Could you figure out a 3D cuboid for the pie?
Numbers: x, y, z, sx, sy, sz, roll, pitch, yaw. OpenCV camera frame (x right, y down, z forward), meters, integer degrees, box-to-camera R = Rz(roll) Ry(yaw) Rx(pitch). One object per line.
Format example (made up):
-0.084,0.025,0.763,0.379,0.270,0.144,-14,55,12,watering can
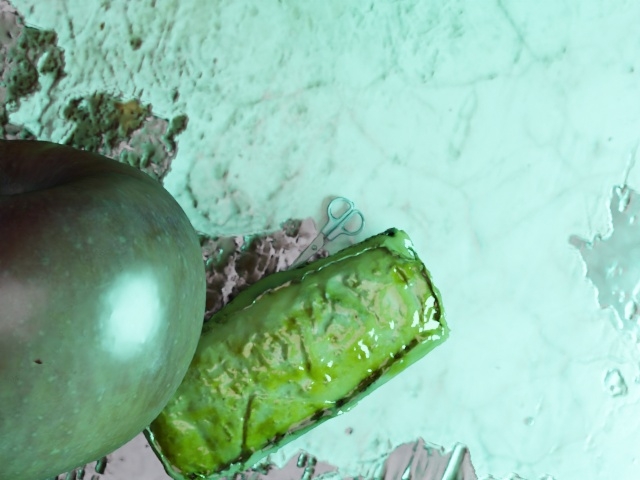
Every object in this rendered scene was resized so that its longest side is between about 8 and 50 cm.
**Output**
-0.031,0.097,1.343,0.282,0.068,0.128,-29,94,0,pie

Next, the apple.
-0.237,0.054,1.214,0.306,0.305,0.235,2,107,-6,apple

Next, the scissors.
0.000,0.000,1.371,0.083,0.006,0.036,-43,94,-3,scissors
